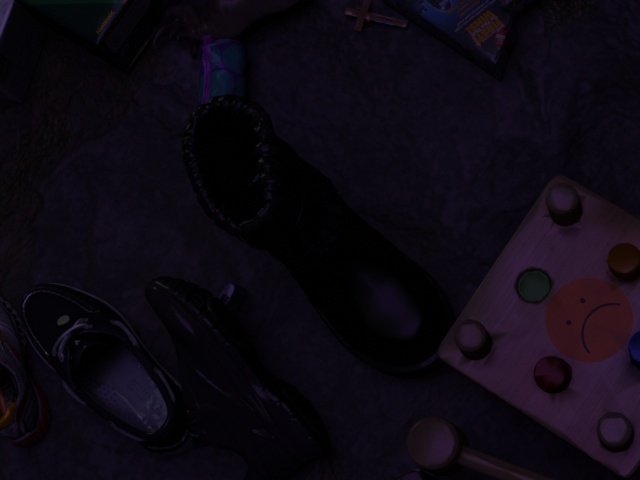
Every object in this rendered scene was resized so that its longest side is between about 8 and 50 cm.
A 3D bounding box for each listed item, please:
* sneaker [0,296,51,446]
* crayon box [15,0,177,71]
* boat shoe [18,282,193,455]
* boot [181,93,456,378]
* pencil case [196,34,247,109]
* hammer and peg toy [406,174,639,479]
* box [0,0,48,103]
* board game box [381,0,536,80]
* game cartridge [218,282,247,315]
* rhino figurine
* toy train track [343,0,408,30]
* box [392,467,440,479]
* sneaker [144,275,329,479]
[{"bbox_3d":[-0.409,0.146,1.747,0.088,0.093,0.225,-33,67,4],"label":"sneaker"},{"bbox_3d":[-0.291,-0.456,1.886,0.313,0.106,0.363,31,84,22],"label":"crayon box"},{"bbox_3d":[-0.266,0.143,1.707,0.302,0.091,0.114,33,85,22],"label":"boat shoe"},{"bbox_3d":[-0.004,0.002,1.580,0.131,0.260,0.348,-46,67,-1],"label":"boot"},{"bbox_3d":[-0.129,-0.178,1.775,0.064,0.070,0.152,-12,67,39],"label":"pencil case"},{"bbox_3d":[0.272,0.138,1.533,0.266,0.127,0.361,32,85,20],"label":"hammer and peg toy"},{"bbox_3d":[-0.491,-0.271,1.891,0.203,0.103,0.114,13,78,19],"label":"box"},{"bbox_3d":[0.198,-0.302,1.723,0.194,0.060,0.194,-38,68,2],"label":"board game box"},{"bbox_3d":[-0.119,0.091,1.698,0.017,0.056,0.083,31,91,14],"label":"game cartridge"},{"bbox_3d":[-0.113,-0.311,1.810,0.243,0.073,0.106,-27,65,9],"label":"rhino figurine"},{"bbox_3d":[0.071,-0.280,1.779,0.083,0.014,0.048,14,71,14],"label":"toy train track"},{"bbox_3d":[0.098,0.375,1.489,0.168,0.167,0.203,-32,68,5],"label":"box"},{"bbox_3d":[-0.120,0.168,1.622,0.130,0.109,0.286,-40,85,11],"label":"sneaker"}]
